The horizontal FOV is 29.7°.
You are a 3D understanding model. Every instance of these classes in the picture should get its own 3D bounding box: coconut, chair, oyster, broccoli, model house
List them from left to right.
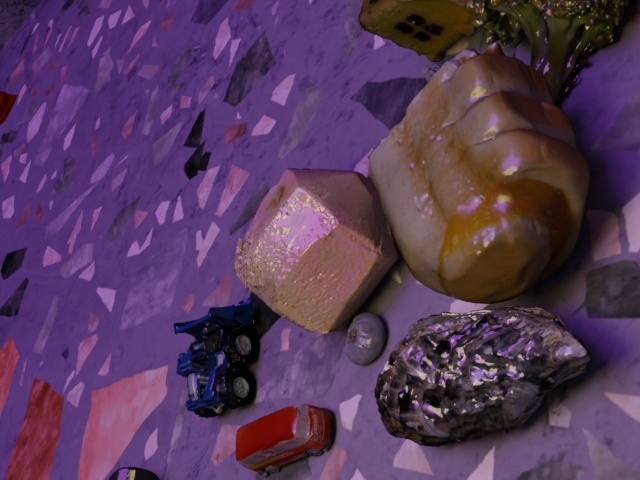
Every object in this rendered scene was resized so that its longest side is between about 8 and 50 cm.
[{"bbox_3d":[-0.353,0.514,2.148,0.095,0.104,0.221,-19,55,66],"label":"chair"},{"bbox_3d":[0.000,0.000,1.900,0.245,0.233,0.233,-58,35,13],"label":"coconut"},{"bbox_3d":[0.199,-0.418,1.913,0.234,0.175,0.193,-15,53,59],"label":"model house"},{"bbox_3d":[0.212,0.170,1.568,0.351,0.162,0.158,-24,40,45],"label":"oyster"},{"bbox_3d":[0.311,-0.333,1.740,0.242,0.180,0.273,23,88,54],"label":"broccoli"}]

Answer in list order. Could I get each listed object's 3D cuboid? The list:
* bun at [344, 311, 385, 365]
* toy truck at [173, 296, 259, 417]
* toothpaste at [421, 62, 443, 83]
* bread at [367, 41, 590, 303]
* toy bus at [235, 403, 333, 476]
[{"bbox_3d":[0.066,0.151,1.871,0.083,0.045,0.083,-36,43,41],"label":"bun"},{"bbox_3d":[-0.186,0.194,2.098,0.113,0.126,0.208,-26,49,41],"label":"toy truck"},{"bbox_3d":[0.230,-0.244,1.917,0.064,0.041,0.218,-57,39,1],"label":"toothpaste"},{"bbox_3d":[0.239,-0.068,1.648,0.300,0.210,0.341,-58,34,29],"label":"bread"},{"bbox_3d":[-0.060,0.310,1.906,0.174,0.077,0.079,-29,48,40],"label":"toy bus"}]
